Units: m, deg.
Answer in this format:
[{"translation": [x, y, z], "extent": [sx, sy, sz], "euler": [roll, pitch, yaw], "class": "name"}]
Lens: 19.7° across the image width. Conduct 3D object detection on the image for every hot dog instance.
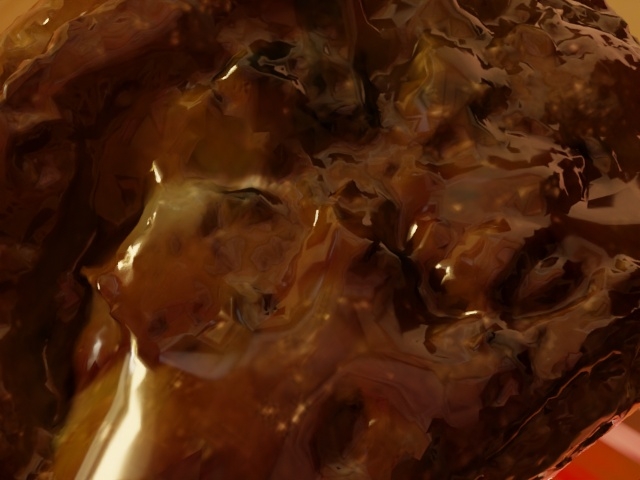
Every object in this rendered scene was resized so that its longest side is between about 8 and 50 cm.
[{"translation": [0.000, 0.000, 0.725], "extent": [0.267, 0.387, 0.174], "euler": [50, -29, 15], "class": "hot dog"}]
